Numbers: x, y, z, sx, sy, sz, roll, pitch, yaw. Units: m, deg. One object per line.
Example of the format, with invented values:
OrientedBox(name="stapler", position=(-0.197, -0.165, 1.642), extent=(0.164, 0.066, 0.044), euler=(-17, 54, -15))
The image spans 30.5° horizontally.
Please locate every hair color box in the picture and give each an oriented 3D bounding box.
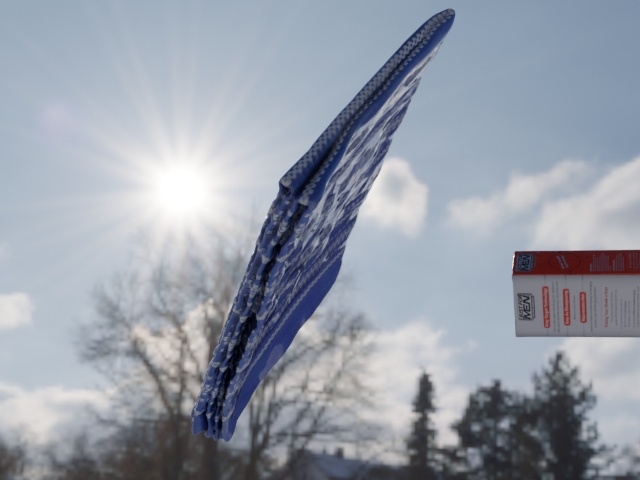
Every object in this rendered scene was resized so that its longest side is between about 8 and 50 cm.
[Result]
OrientedBox(name="hair color box", position=(0.244, 0.047, 1.044), extent=(0.141, 0.043, 0.072), euler=(-1, -58, 13))

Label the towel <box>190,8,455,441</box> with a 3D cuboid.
OrientedBox(name="towel", position=(0.000, 0.000, 0.925), extent=(0.040, 0.243, 0.336), euler=(32, -40, 7))
